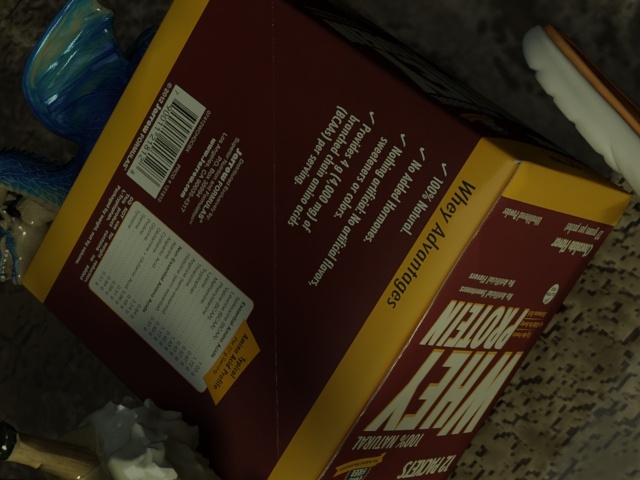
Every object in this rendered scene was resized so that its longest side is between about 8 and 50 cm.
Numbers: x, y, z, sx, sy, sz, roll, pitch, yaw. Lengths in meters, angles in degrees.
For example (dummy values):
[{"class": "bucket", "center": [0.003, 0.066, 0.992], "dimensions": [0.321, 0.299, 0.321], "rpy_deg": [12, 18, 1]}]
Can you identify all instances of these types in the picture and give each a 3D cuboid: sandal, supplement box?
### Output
[{"class": "sandal", "center": [0.184, -0.021, 0.571], "dimensions": [0.076, 0.102, 0.265], "rpy_deg": [-46, 61, 18]}, {"class": "supplement box", "center": [0.000, 0.000, 0.649], "dimensions": [0.194, 0.129, 0.191], "rpy_deg": [39, 106, 29]}]

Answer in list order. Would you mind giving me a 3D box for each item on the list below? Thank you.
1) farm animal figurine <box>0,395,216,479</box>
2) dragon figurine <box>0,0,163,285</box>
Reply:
[{"class": "farm animal figurine", "center": [-0.055, 0.267, 0.519], "dimensions": [0.327, 0.172, 0.330], "rpy_deg": [32, 99, 47]}, {"class": "dragon figurine", "center": [-0.106, -0.084, 0.758], "dimensions": [0.144, 0.085, 0.289], "rpy_deg": [37, 102, 29]}]
